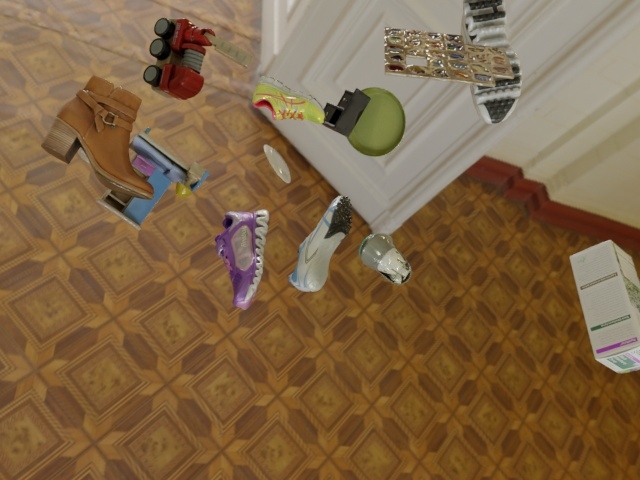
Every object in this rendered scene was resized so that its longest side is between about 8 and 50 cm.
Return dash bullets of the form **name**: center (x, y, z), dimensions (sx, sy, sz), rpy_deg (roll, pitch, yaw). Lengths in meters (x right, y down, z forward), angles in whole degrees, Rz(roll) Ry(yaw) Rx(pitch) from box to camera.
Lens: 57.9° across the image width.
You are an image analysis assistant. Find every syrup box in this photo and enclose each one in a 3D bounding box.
- **syrup box**: center (0.575, 0.128, 1.133), dimensions (0.093, 0.096, 0.236), rpy_deg (29, 48, -30)

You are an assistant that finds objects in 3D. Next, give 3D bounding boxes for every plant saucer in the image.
- **plant saucer**: center (0.194, -0.416, 2.036), dimensions (0.241, 0.241, 0.037), rpy_deg (54, 33, 6)

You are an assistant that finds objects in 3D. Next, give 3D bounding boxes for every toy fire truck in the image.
- **toy fire truck**: center (-0.346, -0.509, 1.653), dimensions (0.158, 0.246, 0.217), rpy_deg (20, 81, -63)

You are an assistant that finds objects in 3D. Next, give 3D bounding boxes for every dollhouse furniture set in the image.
- **dollhouse furniture set**: center (-0.478, -0.171, 1.464), dimensions (0.286, 0.303, 0.198), rpy_deg (38, 75, -22)

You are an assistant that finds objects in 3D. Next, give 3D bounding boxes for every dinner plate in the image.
- **dinner plate**: center (-0.129, -0.241, 1.795), dimensions (0.141, 0.017, 0.141), rpy_deg (53, 14, -20)

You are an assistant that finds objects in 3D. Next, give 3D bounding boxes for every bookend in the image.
- **bookend**: center (0.072, -0.461, 2.021), dimensions (0.072, 0.157, 0.156), rpy_deg (25, 9, -38)

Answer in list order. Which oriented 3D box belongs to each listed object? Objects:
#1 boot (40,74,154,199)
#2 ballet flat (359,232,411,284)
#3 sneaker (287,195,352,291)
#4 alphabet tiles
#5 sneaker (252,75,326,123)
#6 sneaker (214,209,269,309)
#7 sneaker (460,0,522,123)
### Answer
- **boot**: center (-0.484, -0.243, 1.384), dimensions (0.284, 0.109, 0.220), rpy_deg (30, 73, -8)
- **ballet flat**: center (0.135, 0.039, 1.104), dimensions (0.068, 0.213, 0.072), rpy_deg (35, 89, 24)
- **sneaker**: center (0.000, 0.000, 1.256), dimensions (0.085, 0.086, 0.237), rpy_deg (50, 59, -48)
- **alphabet tiles**: center (0.238, -0.347, 1.089), dimensions (0.237, 0.009, 0.198), rpy_deg (7, 43, 0)
- **sneaker**: center (-0.086, -0.346, 1.519), dimensions (0.209, 0.081, 0.094), rpy_deg (26, 74, 7)
- **sneaker**: center (-0.170, 0.031, 1.193), dimensions (0.105, 0.095, 0.236), rpy_deg (13, 53, -15)
- **sneaker**: center (0.360, -0.388, 1.256), dimensions (0.110, 0.118, 0.292), rpy_deg (-4, 82, -5)
